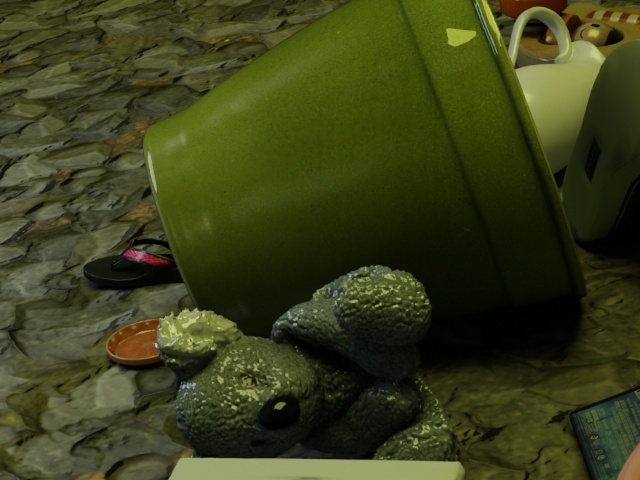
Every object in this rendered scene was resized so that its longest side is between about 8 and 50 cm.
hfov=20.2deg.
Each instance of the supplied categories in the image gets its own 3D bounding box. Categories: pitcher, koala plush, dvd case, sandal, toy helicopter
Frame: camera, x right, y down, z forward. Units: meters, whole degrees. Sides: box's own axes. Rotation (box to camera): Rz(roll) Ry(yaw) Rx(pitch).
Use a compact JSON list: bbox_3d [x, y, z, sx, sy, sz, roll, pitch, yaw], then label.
[{"bbox_3d":[0.244,-0.167,2.052,0.207,0.178,0.125,-32,-10,-34],"label":"pitcher"},{"bbox_3d":[-0.025,0.128,1.531,0.221,0.196,0.203,-17,15,-14],"label":"koala plush"},{"bbox_3d":[0.337,0.145,1.467,0.253,0.022,0.180,-22,21,6],"label":"dvd case"},{"bbox_3d":[-0.171,0.018,1.956,0.179,0.040,0.067,-3,26,13],"label":"sandal"},{"bbox_3d":[0.407,-0.261,2.240,0.355,0.140,0.235,-18,27,-27],"label":"toy helicopter"}]

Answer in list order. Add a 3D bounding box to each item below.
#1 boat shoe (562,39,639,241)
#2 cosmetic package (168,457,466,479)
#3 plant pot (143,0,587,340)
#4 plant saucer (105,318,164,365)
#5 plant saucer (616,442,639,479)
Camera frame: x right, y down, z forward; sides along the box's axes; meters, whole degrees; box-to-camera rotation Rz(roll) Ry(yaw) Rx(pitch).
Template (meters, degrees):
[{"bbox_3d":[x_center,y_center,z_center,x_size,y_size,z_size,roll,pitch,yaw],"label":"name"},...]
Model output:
[{"bbox_3d":[0.326,-0.097,1.781,0.105,0.306,0.113,-10,57,-13],"label":"boat shoe"},{"bbox_3d":[-0.020,0.270,1.264,0.224,0.138,0.224,-1,25,17],"label":"cosmetic package"},{"bbox_3d":[0.029,-0.058,1.745,0.353,0.366,0.366,-20,25,4],"label":"plant pot"},{"bbox_3d":[-0.174,0.104,1.810,0.083,0.013,0.083,-7,25,3],"label":"plant saucer"},{"bbox_3d":[0.362,0.194,1.193,0.332,0.084,0.332,-12,27,6],"label":"plant saucer"}]
